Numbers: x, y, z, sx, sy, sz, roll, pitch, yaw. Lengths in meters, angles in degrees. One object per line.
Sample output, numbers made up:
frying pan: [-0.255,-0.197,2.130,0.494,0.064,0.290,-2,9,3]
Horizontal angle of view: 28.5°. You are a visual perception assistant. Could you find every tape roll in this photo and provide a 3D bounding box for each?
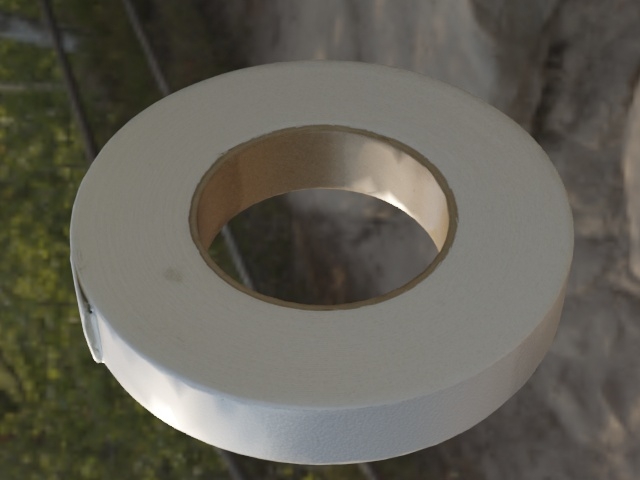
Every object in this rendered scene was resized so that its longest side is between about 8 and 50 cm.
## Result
tape roll: [0.000,0.000,0.991,0.072,0.392,0.392,89,175,-46]
